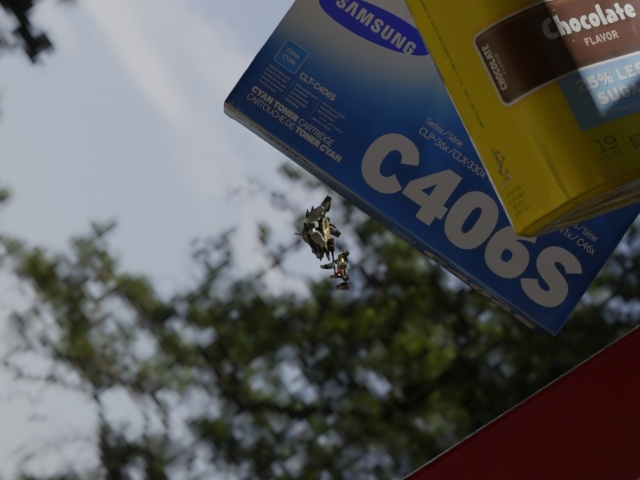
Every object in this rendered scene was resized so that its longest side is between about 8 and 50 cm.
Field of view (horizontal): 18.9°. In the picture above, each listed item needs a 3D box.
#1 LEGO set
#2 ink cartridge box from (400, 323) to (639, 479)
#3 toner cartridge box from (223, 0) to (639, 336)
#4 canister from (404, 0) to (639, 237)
[{"bbox_3d":[0.000,0.003,1.262,0.054,0.023,0.083,-82,163,-49],"label":"LEGO set"},{"bbox_3d":[0.117,0.125,0.771,0.130,0.309,0.272,57,4,17],"label":"ink cartridge box"},{"bbox_3d":[0.103,-0.081,1.668,0.348,0.165,0.075,35,-5,0],"label":"toner cartridge box"},{"bbox_3d":[0.093,-0.096,0.768,0.073,0.126,0.170,-36,-104,50],"label":"canister"}]
